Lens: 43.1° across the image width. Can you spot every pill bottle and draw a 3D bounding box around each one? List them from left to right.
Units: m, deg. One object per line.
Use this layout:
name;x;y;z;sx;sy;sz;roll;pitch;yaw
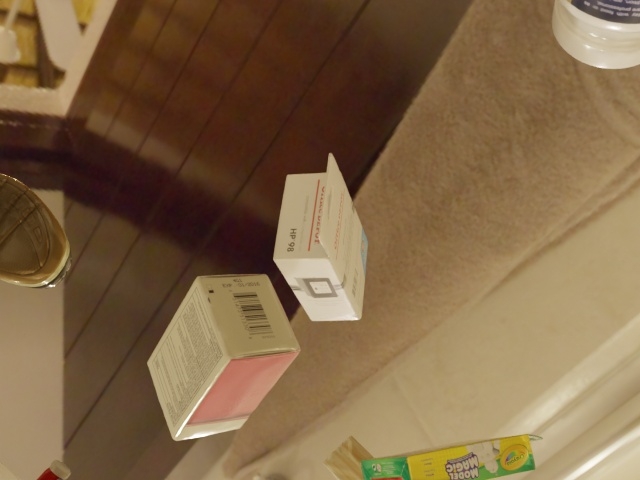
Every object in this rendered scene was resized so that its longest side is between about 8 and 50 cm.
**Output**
pill bottle;0.306;-0.298;0.778;0.153;0.265;0.153;-3;-119;5

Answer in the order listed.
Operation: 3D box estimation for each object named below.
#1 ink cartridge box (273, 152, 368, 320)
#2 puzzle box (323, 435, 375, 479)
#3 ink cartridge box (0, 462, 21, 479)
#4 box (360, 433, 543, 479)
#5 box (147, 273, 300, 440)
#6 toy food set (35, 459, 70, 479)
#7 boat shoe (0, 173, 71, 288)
ink cartridge box;0.000;0.000;0.846;0.180;0.060;0.104;64;-151;-55
puzzle box;0.185;0.428;0.972;0.052;0.272;0.409;-42;-126;-13
ink cartridge box;-0.407;0.232;0.677;0.283;0.207;0.117;61;174;-37
box;0.145;0.239;0.872;0.179;0.105;0.043;-4;-104;-27
box;-0.153;0.178;1.242;0.126;0.232;0.149;-1;-129;-36
toy food set;-0.285;0.318;0.914;0.111;0.104;0.232;39;173;13
boat shoe;-0.201;-0.012;0.488;0.152;0.056;0.049;29;164;25
